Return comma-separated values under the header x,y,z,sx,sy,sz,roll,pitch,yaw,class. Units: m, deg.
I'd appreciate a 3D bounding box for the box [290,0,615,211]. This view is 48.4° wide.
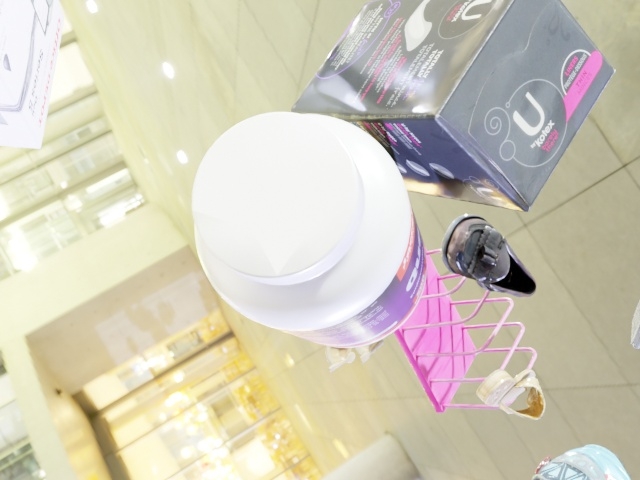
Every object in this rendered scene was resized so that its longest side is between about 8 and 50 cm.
x,y,z,sx,sy,sz,roll,pitch,yaw,class
0.117,-0.146,0.716,0.143,0.165,0.270,38,171,-28,box

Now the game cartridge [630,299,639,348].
x,y,z,sx,sy,sz,roll,pitch,yaw,class
0.454,0.109,1.003,0.017,0.083,0.056,14,118,19,game cartridge

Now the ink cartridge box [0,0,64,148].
x,y,z,sx,sy,sz,roll,pitch,yaw,class
-0.377,-0.247,0.784,0.273,0.114,0.198,119,156,-72,ink cartridge box

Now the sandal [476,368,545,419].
x,y,z,sx,sy,sz,roll,pitch,yaw,class
0.339,0.273,1.208,0.079,0.088,0.240,45,-167,31,sandal

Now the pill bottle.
x,y,z,sx,sy,sz,roll,pitch,yaw,class
0.000,0.000,0.657,0.181,0.181,0.323,56,-177,16,pill bottle

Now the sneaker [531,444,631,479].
x,y,z,sx,sy,sz,roll,pitch,yaw,class
0.328,0.363,0.807,0.262,0.125,0.104,-117,26,-48,sneaker

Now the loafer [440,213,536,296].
x,y,z,sx,sy,sz,roll,pitch,yaw,class
0.303,0.035,1.235,0.095,0.109,0.302,25,178,33,loafer

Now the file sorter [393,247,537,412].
x,y,z,sx,sy,sz,roll,pitch,yaw,class
0.292,0.175,1.457,0.182,0.202,0.291,-12,114,42,file sorter

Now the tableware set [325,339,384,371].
x,y,z,sx,sy,sz,roll,pitch,yaw,class
0.051,0.129,1.160,0.020,0.141,0.169,9,111,48,tableware set
